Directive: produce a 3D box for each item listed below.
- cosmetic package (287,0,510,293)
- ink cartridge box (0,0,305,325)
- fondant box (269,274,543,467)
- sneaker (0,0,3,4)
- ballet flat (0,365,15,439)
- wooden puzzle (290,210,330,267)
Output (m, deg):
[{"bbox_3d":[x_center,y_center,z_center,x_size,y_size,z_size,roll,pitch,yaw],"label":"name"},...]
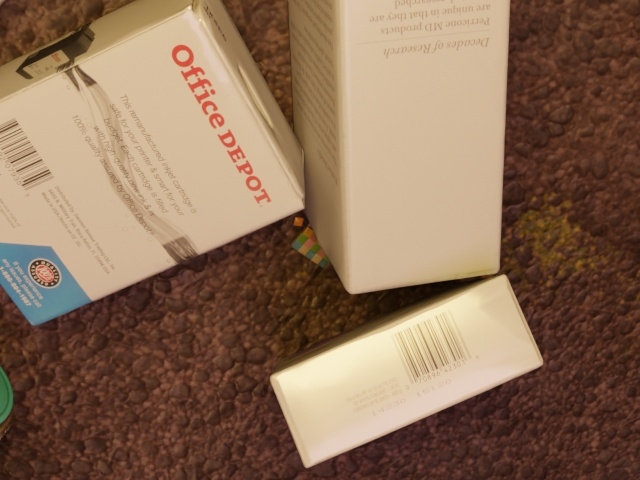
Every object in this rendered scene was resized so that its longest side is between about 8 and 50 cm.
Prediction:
[{"bbox_3d":[0.066,-0.205,1.110,0.162,0.230,0.453,-7,117,-11],"label":"cosmetic package"},{"bbox_3d":[-0.196,-0.086,1.130,0.307,0.129,0.223,-23,118,12],"label":"ink cartridge box"},{"bbox_3d":[0.076,0.126,1.218,0.238,0.330,0.096,-23,86,-2],"label":"fondant box"},{"bbox_3d":[-0.353,-0.215,1.050,0.114,0.152,0.305,28,108,-26],"label":"sneaker"},{"bbox_3d":[-0.538,0.078,1.164,0.483,0.164,0.182,37,124,-20],"label":"ballet flat"},{"bbox_3d":[0.000,0.000,1.318,0.083,0.006,0.049,35,103,-25],"label":"wooden puzzle"}]
